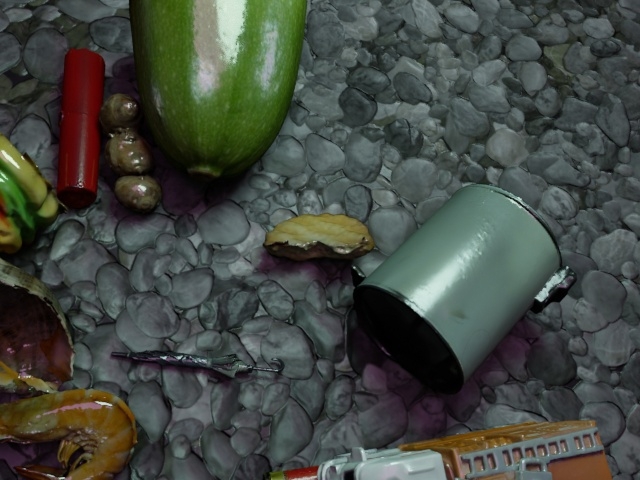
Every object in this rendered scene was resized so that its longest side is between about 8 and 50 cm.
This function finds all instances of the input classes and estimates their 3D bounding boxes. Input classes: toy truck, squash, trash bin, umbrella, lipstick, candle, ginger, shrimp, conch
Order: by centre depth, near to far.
[{"bbox_3d":[0.205,0.349,0.869,0.387,0.207,0.174,-4,70,-20],"label":"toy truck"},{"bbox_3d":[-0.383,0.278,0.879,0.248,0.068,0.150,6,87,-7],"label":"shrimp"},{"bbox_3d":[-0.478,0.112,0.888,0.291,0.159,0.210,37,95,-33],"label":"conch"},{"bbox_3d":[-0.018,0.359,0.927,0.130,0.052,0.052,-5,69,-13],"label":"candle"},{"bbox_3d":[-0.188,0.191,0.972,0.268,0.044,0.044,4,40,-7],"label":"umbrella"},{"bbox_3d":[0.215,0.071,0.996,0.277,0.217,0.262,36,65,25],"label":"trash bin"},{"bbox_3d":[-0.154,-0.250,1.045,0.310,0.310,0.309,-7,84,-13],"label":"squash"},{"bbox_3d":[-0.318,-0.144,1.049,0.080,0.104,0.204,-10,87,-30],"label":"ginger"},{"bbox_3d":[-0.408,-0.194,1.070,0.073,0.073,0.280,-1,67,-11],"label":"lipstick"}]

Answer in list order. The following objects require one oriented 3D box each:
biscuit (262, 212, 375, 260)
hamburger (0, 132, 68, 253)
[{"bbox_3d":[0.000,0.000,1.055,0.182,0.061,0.118,-2,29,7],"label":"biscuit"},{"bbox_3d":[-0.504,-0.071,0.926,0.237,0.237,0.149,39,66,7],"label":"hamburger"}]
